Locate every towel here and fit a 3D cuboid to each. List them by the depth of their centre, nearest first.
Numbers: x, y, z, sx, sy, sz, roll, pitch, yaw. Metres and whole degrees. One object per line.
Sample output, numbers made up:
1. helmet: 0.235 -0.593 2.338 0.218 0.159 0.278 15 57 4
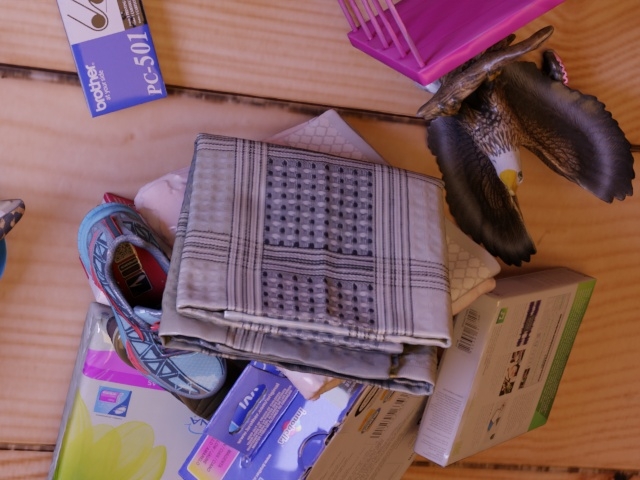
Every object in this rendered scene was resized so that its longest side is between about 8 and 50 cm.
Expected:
1. towel: -0.008 0.014 1.550 0.312 0.324 0.056 11 137 -8
2. towel: 0.000 0.000 1.642 0.317 0.332 0.053 -27 151 -33

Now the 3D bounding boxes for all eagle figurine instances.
1. eagle figurine: 0.240 -0.127 1.786 0.298 0.226 0.225 42 63 -45

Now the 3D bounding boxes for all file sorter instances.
1. file sorter: 0.121 -0.331 1.619 0.202 0.291 0.182 -31 112 -4

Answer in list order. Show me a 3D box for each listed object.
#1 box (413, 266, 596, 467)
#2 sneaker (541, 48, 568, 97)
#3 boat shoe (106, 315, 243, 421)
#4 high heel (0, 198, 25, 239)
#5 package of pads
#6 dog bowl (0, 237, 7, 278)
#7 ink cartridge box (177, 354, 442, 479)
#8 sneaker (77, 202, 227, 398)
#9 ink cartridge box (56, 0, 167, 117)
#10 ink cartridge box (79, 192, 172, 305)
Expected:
1. box: 0.251 0.160 1.856 0.322 0.058 0.232 -4 115 -56
2. sneaker: 0.300 -0.195 1.857 0.057 0.047 0.119 -9 110 -1
3. boat shoe: -0.170 0.151 1.711 0.223 0.073 0.080 37 90 -34
4. high heel: -0.432 0.070 1.635 0.261 0.093 0.186 -31 127 -8
5. package of pads: -0.219 0.244 1.821 0.229 0.101 0.296 12 104 -19
6. dog bowl: -0.512 -0.031 1.652 0.297 0.074 0.166 38 95 -25
7. ink cartridge box: 0.001 0.226 1.736 0.270 0.151 0.395 -56 157 6
8. sneaker: -0.185 0.085 1.566 0.104 0.125 0.262 -36 112 -9
9. ink cartridge box: -0.256 -0.259 1.662 0.097 0.046 0.207 -17 113 -9
10. ink cartridge box: -0.162 0.041 1.727 0.237 0.172 0.100 19 101 -22
